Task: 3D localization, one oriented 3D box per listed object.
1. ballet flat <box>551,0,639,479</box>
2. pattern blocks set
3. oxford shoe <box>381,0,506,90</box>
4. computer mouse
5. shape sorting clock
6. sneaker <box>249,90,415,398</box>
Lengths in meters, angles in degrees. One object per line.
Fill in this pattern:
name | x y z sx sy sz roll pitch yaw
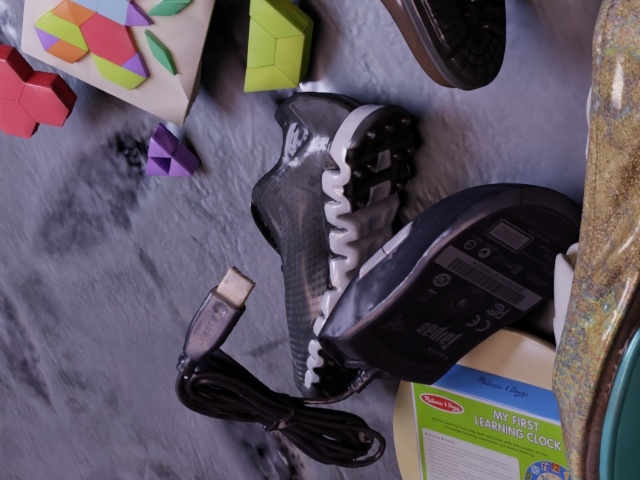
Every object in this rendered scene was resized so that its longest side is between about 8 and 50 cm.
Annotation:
ballet flat | 0.179 -0.001 0.683 0.123 0.123 0.349 24 126 31
pattern blocks set | -0.142 -0.168 0.858 0.285 0.026 0.325 15 138 15
oxford shoe | 0.036 -0.181 0.733 0.096 0.083 0.227 -36 74 48
computer mouse | 0.025 0.031 0.782 0.262 0.184 0.060 -49 34 29
shape sorting clock | 0.131 0.154 0.842 0.206 0.040 0.206 23 125 37
sneaker | 0.000 0.000 0.861 0.106 0.078 0.234 31 128 35
